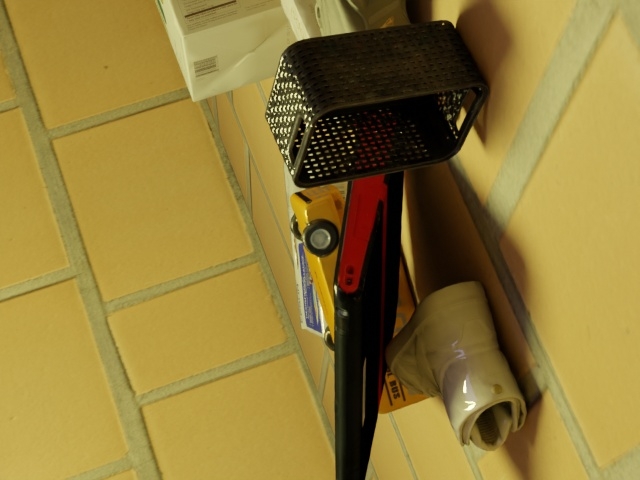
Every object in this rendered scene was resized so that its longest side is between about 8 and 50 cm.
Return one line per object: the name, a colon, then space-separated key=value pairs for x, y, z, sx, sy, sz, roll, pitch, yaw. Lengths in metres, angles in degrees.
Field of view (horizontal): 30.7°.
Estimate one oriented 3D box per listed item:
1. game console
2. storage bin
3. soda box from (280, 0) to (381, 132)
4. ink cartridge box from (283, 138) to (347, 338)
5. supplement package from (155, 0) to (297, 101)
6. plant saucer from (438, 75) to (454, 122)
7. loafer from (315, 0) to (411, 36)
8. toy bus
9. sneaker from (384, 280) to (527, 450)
game console: x=0.049 y=0.073 z=1.390 sx=0.342 sy=0.060 sz=0.386 roll=-74 pitch=-13 yaw=-46
storage bin: x=0.051 y=-0.128 z=1.093 sx=0.122 sy=0.180 sz=0.084 roll=111 pitch=141 yaw=-54
soda box: x=0.016 y=-0.246 z=1.468 sx=0.074 sy=0.069 sz=0.216 roll=91 pitch=158 yaw=-66
ink cartridge box: x=0.000 y=0.000 z=1.893 sx=0.307 sy=0.072 sz=0.303 roll=171 pitch=93 yaw=-84
supplement package: x=-0.147 y=-0.388 z=1.741 sx=0.199 sy=0.198 sz=0.262 roll=94 pitch=155 yaw=-69
plant saucer: x=0.119 y=-0.159 z=1.199 sx=0.083 sy=0.013 sz=0.083 roll=161 pitch=90 yaw=-82
loafer: x=0.034 y=-0.265 z=1.166 sx=0.111 sy=0.112 sz=0.319 roll=47 pitch=160 yaw=31
toy bus: x=0.059 y=0.079 z=1.674 sx=0.108 sy=0.130 sz=0.332 roll=-136 pitch=28 yaw=-73
sneaker: x=0.156 y=0.176 z=1.369 sx=0.292 sy=0.108 sz=0.169 roll=98 pitch=155 yaw=-68
